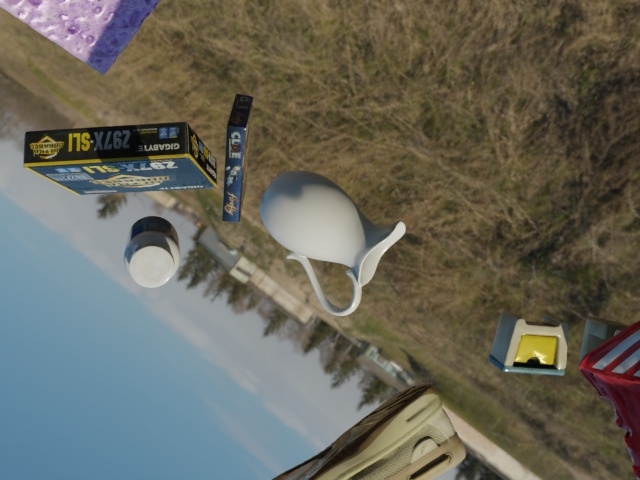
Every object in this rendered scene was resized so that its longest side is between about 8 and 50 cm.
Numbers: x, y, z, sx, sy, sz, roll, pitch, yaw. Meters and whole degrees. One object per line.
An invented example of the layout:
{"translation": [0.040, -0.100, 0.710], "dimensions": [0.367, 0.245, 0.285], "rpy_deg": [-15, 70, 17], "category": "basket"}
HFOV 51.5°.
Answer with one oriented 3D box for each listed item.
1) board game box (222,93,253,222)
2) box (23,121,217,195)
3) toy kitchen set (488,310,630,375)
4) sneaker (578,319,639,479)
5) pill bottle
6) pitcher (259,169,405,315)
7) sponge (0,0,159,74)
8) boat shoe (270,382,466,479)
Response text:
{"translation": [-0.189, -0.188, 1.514], "dimensions": [0.042, 0.243, 0.165], "rpy_deg": [6, -143, -4], "category": "board game box"}
{"translation": [-0.398, -0.162, 1.368], "dimensions": [0.322, 0.079, 0.257], "rpy_deg": [-3, 170, 2], "category": "box"}
{"translation": [0.303, 0.163, 0.718], "dimensions": [0.166, 0.122, 0.207], "rpy_deg": [6, -174, -13], "category": "toy kitchen set"}
{"translation": [0.250, 0.149, 0.478], "dimensions": [0.087, 0.221, 0.128], "rpy_deg": [-4, -158, -27], "category": "sneaker"}
{"translation": [-0.268, 0.019, 1.057], "dimensions": [0.087, 0.087, 0.160], "rpy_deg": [39, -176, -20], "category": "pill bottle"}
{"translation": [0.000, 0.000, 1.019], "dimensions": [0.207, 0.178, 0.125], "rpy_deg": [31, -171, 19], "category": "pitcher"}
{"translation": [-0.192, -0.211, 0.429], "dimensions": [0.210, 0.117, 0.031], "rpy_deg": [32, -162, -47], "category": "sponge"}
{"translation": [0.017, 0.255, 0.637], "dimensions": [0.098, 0.302, 0.109], "rpy_deg": [59, 153, 4], "category": "boat shoe"}
